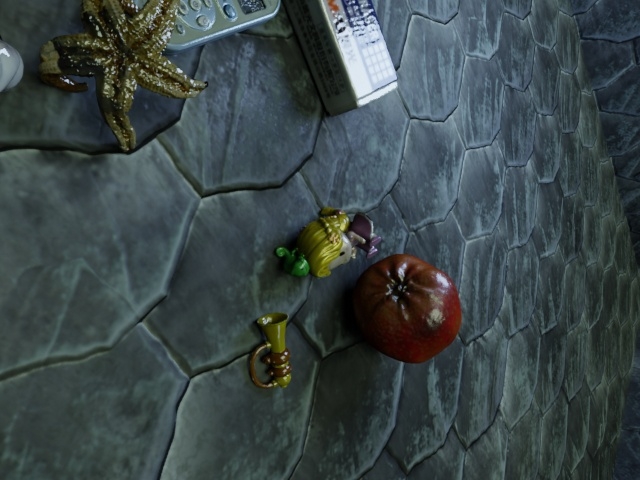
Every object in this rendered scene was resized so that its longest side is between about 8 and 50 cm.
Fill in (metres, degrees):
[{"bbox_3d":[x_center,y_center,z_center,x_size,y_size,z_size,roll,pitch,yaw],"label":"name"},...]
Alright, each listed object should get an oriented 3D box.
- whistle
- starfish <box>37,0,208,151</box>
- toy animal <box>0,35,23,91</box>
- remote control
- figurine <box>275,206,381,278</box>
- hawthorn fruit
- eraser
[{"bbox_3d":[-0.067,0.163,0.645,0.057,0.046,0.109,-16,105,-59],"label":"whistle"},{"bbox_3d":[-0.194,-0.199,0.494,0.146,0.074,0.190,38,82,-28],"label":"starfish"},{"bbox_3d":[-0.348,-0.147,0.315,0.208,0.156,0.204,46,59,-23],"label":"toy animal"},{"bbox_3d":[-0.146,-0.311,0.600,0.244,0.047,0.087,-41,111,-38],"label":"remote control"},{"bbox_3d":[0.000,0.000,0.707,0.156,0.115,0.095,-27,141,-23],"label":"figurine"},{"bbox_3d":[0.153,0.124,0.780,0.200,0.179,0.179,50,54,-50],"label":"hawthorn fruit"},{"bbox_3d":[0.025,-0.358,0.742,0.124,0.081,0.279,-36,111,-36],"label":"eraser"}]
